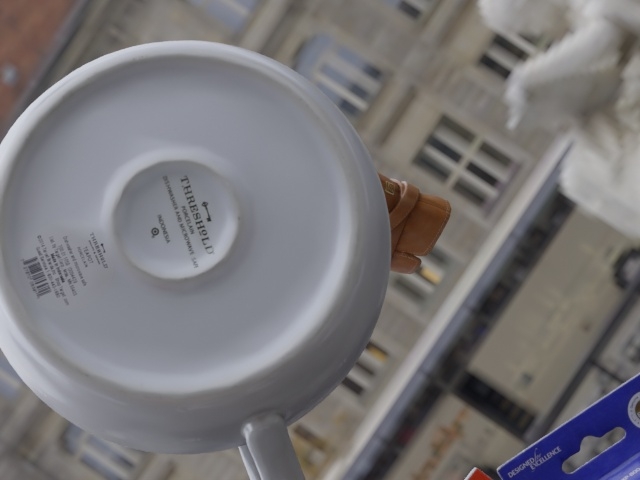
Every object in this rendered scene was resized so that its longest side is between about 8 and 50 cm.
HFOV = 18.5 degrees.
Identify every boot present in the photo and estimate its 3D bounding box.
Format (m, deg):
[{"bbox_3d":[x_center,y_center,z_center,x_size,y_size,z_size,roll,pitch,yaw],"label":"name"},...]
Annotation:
[{"bbox_3d":[0.000,0.000,1.540,0.197,0.152,0.073,137,143,-58],"label":"boot"}]

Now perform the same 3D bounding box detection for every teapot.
[{"bbox_3d":[-0.074,0.022,1.151,0.187,0.252,0.256,86,-155,-71],"label":"teapot"}]

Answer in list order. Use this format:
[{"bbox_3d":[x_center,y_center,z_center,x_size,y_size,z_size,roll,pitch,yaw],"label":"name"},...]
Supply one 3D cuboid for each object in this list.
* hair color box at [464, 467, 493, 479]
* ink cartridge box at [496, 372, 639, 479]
[{"bbox_3d":[0.063,0.232,1.257,0.167,0.053,0.093,-48,-9,-16],"label":"hair color box"},{"bbox_3d":[0.329,0.311,1.735,0.176,0.371,0.069,-32,-3,-11],"label":"ink cartridge box"}]
